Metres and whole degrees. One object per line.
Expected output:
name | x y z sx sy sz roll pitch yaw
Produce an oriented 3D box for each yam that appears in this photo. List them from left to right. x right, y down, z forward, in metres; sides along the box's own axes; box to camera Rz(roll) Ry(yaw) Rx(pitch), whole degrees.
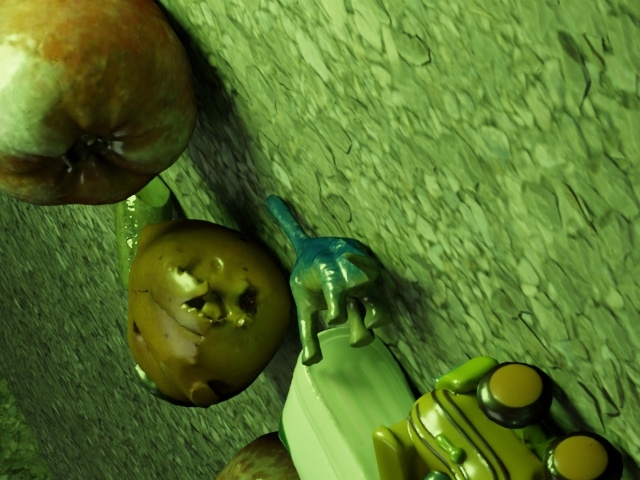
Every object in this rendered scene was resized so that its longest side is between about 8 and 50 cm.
yam | -0.195 -0.014 2.089 0.070 0.070 0.146 173 94 -71

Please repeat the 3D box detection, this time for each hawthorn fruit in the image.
hawthorn fruit | -0.226 -0.154 1.791 0.231 0.263 0.235 -7 129 31

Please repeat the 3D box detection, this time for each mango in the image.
mango | -0.124 0.071 1.937 0.201 0.152 0.287 58 163 -7

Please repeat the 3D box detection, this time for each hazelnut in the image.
hazelnut | -0.042 0.276 2.062 0.154 0.143 0.143 3 124 47

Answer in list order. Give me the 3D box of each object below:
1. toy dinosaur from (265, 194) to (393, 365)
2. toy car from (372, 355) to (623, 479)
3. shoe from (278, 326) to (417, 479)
toy dinosaur | 0.000 0.000 1.653 0.247 0.075 0.188 109 144 -67
toy car | 0.144 0.215 1.461 0.248 0.142 0.200 47 159 38
shoe | 0.073 0.263 1.713 0.363 0.132 0.160 56 147 20
